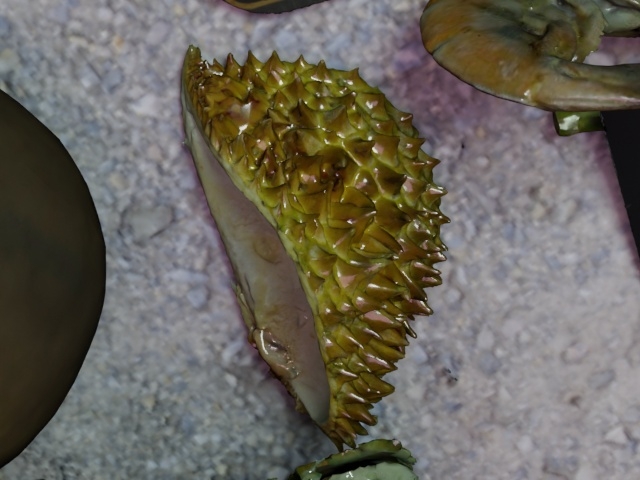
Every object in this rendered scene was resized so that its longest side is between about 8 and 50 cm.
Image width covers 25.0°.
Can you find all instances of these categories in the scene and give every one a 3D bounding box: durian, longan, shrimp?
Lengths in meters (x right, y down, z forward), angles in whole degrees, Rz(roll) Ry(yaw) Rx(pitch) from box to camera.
[{"bbox_3d":[0.000,0.000,0.848,0.139,0.144,0.252,7,128,42],"label":"durian"},{"bbox_3d":[-0.244,0.014,0.776,0.258,0.258,0.258,1,113,3],"label":"longan"},{"bbox_3d":[0.199,-0.108,0.736,0.295,0.169,0.058,-1,126,4],"label":"shrimp"}]

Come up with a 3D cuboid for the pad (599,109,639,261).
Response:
[{"bbox_3d":[0.292,-0.032,0.808,0.243,0.004,0.164,-9,127,19],"label":"pad"}]

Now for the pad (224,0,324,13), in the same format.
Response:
[{"bbox_3d":[-0.027,-0.272,0.685,0.314,0.063,0.375,-14,123,10],"label":"pad"}]

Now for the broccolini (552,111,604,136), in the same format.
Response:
[{"bbox_3d":[0.252,-0.066,0.820,0.239,0.054,0.051,5,128,4],"label":"broccolini"}]

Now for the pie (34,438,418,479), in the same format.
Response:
[{"bbox_3d":[-0.114,0.190,0.838,0.371,0.078,0.296,3,153,-32],"label":"pie"}]
